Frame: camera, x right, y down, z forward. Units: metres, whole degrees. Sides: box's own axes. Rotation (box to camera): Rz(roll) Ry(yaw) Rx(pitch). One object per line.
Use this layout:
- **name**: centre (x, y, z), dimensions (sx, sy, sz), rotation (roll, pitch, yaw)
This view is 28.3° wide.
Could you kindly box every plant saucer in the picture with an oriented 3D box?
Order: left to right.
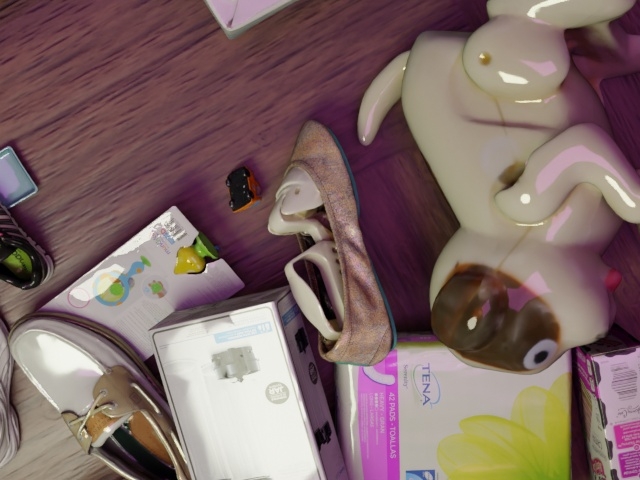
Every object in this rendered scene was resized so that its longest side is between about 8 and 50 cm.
- **plant saucer**: centre (-0.448, -0.041, 1.577), dimensions (0.192, 0.018, 0.067), rotation (-31, 97, 1)

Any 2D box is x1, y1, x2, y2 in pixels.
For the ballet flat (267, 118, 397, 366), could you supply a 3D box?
- **ballet flat**: centre (0.000, 0.000, 1.505), dimensions (0.106, 0.107, 0.315), rotation (-9, 70, -29)

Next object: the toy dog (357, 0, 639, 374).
- **toy dog**: centre (0.222, -0.053, 1.437), dimensions (0.396, 0.284, 0.407), rotation (-2, 79, 14)

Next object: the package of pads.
- **package of pads**: centre (0.165, 0.222, 1.589), dimensions (0.297, 0.101, 0.229), rotation (-1, 98, -2)

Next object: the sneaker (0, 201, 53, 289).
- **sneaker**: centre (-0.396, 0.000, 1.541), dimensions (0.063, 0.075, 0.170), rotation (-43, 107, 5)

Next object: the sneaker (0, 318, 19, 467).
- **sneaker**: centre (-0.423, 0.181, 1.553), dimensions (0.090, 0.115, 0.232), rotation (-11, 97, -1)

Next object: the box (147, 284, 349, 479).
- **box**: centre (-0.078, 0.215, 1.512), dimensions (0.169, 0.087, 0.289), rotation (-13, 98, 15)

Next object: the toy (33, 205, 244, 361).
- **toy**: centre (-0.227, 0.068, 1.573), dimensions (0.237, 0.056, 0.137), rotation (-35, 110, 13)

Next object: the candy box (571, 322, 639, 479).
- **candy box**: centre (0.368, 0.231, 1.568), dimensions (0.071, 0.159, 0.233), rotation (-12, 96, 1)

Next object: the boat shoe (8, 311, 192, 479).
- **boat shoe**: centre (-0.254, 0.202, 1.542), dimensions (0.302, 0.103, 0.113), rotation (38, 110, -14)

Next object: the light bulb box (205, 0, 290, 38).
- **light bulb box**: centre (-0.004, -0.399, 1.381), dimensions (0.358, 0.361, 0.225), rotation (-29, 98, 1)

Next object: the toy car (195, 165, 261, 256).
- **toy car**: centre (-0.117, -0.035, 1.591), dimensions (0.122, 0.060, 0.041), rotation (-45, 141, 19)
